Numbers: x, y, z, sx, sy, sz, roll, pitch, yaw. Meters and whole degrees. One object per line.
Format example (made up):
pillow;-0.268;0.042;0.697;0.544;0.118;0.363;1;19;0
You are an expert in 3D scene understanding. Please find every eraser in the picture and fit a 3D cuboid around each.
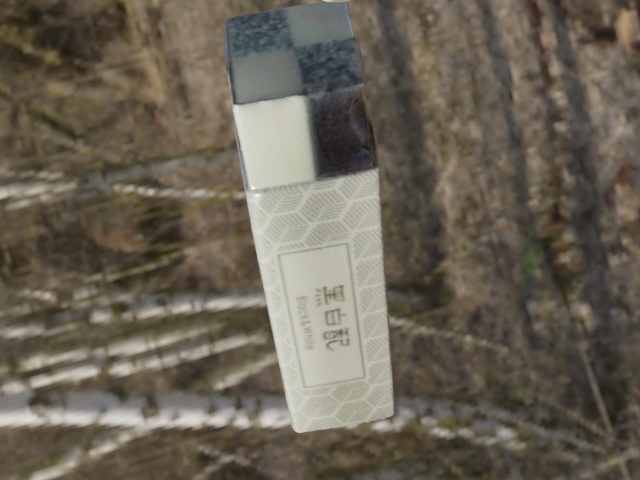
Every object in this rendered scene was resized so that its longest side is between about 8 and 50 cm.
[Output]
eraser;0.000;0.000;1.113;0.404;0.098;0.096;82;178;-51
